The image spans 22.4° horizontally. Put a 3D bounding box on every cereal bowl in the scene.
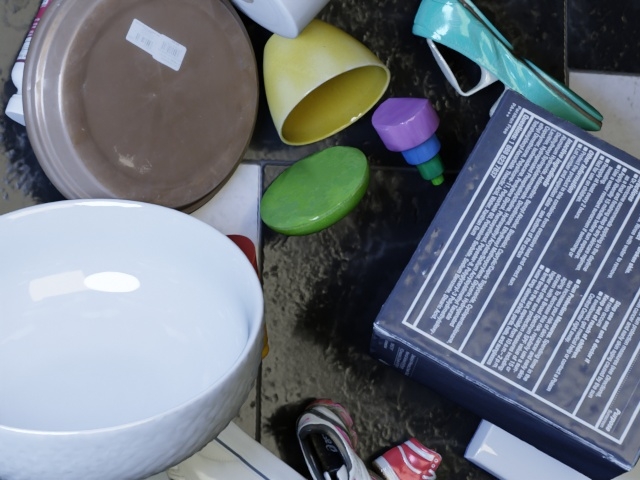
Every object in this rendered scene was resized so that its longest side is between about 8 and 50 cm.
[{"bbox_3d":[-0.219,0.111,1.509,0.339,0.339,0.141,-15,131,-18],"label":"cereal bowl"}]

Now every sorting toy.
[{"bbox_3d":[0.000,0.000,1.712,0.365,0.127,0.126,-40,121,-14],"label":"sorting toy"}]

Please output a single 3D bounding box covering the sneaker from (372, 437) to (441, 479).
[{"bbox_3d":[0.115,0.269,1.746,0.067,0.042,0.118,-35,94,-13],"label":"sneaker"}]

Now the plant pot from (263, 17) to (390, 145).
[{"bbox_3d":[-0.007,-0.179,1.707,0.134,0.134,0.095,-25,70,-17],"label":"plant pot"}]

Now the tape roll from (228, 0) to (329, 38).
[{"bbox_3d":[-0.060,-0.343,1.620,0.246,0.246,0.169,42,85,-10],"label":"tape roll"}]

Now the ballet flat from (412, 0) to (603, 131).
[{"bbox_3d":[0.199,-0.182,1.796,0.247,0.083,0.087,39,100,-11],"label":"ballet flat"}]

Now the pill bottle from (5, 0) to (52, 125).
[{"bbox_3d":[-0.260,-0.185,1.641,0.086,0.086,0.152,24,80,-14],"label":"pill bottle"}]

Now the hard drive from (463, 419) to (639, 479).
[{"bbox_3d":[0.342,0.233,1.819,0.319,0.040,0.210,33,77,-12],"label":"hard drive"}]

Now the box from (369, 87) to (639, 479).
[{"bbox_3d":[0.247,0.055,1.693,0.294,0.183,0.296,29,78,7],"label":"box"}]

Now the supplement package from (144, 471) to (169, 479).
[{"bbox_3d":[-0.238,0.320,1.556,0.194,0.149,0.203,-19,93,-32],"label":"supplement package"}]

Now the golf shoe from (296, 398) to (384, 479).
[{"bbox_3d":[0.027,0.259,1.691,0.067,0.086,0.186,-30,94,17],"label":"golf shoe"}]

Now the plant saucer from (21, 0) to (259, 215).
[{"bbox_3d":[-0.170,-0.149,1.636,0.278,0.041,0.277,-5,99,-37],"label":"plant saucer"}]

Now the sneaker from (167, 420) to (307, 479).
[{"bbox_3d":[-0.127,0.219,1.648,0.258,0.094,0.091,37,72,-12],"label":"sneaker"}]
